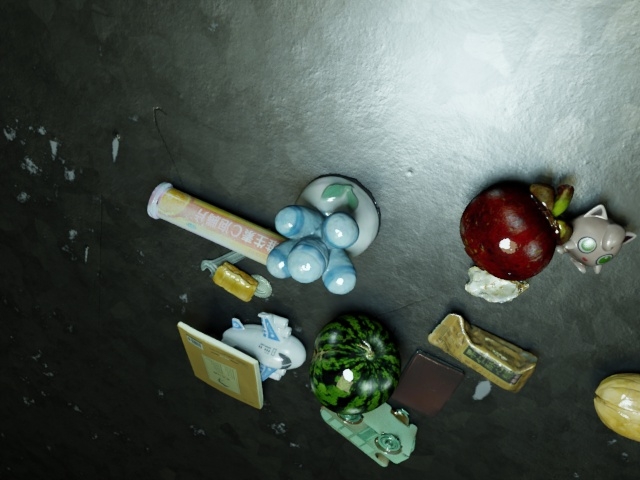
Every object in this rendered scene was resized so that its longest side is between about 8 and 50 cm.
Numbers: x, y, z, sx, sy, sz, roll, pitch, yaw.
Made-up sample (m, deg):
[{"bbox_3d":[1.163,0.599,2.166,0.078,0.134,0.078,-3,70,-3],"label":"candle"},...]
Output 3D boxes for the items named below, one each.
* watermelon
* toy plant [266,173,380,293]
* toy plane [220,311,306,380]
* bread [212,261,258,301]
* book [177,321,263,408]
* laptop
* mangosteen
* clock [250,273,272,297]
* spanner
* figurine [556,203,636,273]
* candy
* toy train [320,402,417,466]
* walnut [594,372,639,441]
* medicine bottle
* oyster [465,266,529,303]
[{"bbox_3d":[0.093,0.338,1.408,0.268,0.269,0.269,9,119,15],"label":"watermelon"},{"bbox_3d":[0.000,0.000,1.223,0.247,0.332,0.247,8,117,16],"label":"toy plant"},{"bbox_3d":[-0.173,0.323,1.582,0.266,0.123,0.267,7,120,13],"label":"toy plane"},{"bbox_3d":[-0.248,0.121,1.523,0.132,0.053,0.074,36,125,-8],"label":"bread"},{"bbox_3d":[-0.304,0.400,1.624,0.268,0.032,0.389,24,146,12],"label":"book"},{"bbox_3d":[0.309,0.419,1.516,0.153,0.026,0.207,24,123,4],"label":"laptop"},{"bbox_3d":[0.434,-0.035,1.130,0.257,0.215,0.215,-36,101,8],"label":"mangosteen"},{"bbox_3d":[-0.182,0.138,1.550,0.083,0.010,0.074,35,122,-1],"label":"clock"},{"bbox_3d":[-0.238,0.039,1.514,0.302,0.017,0.071,-27,105,30],"label":"spanner"},{"bbox_3d":[0.591,-0.001,1.130,0.125,0.125,0.138,43,121,-6],"label":"figurine"},{"bbox_3d":[0.423,0.287,1.364,0.271,0.101,0.143,29,128,11],"label":"candy"},{"bbox_3d":[0.138,0.542,1.584,0.326,0.129,0.159,38,129,-4],"label":"toy train"},{"bbox_3d":[0.780,0.407,1.264,0.206,0.159,0.159,8,119,17],"label":"walnut"},{"bbox_3d":[-0.258,-0.034,1.420,0.425,0.108,0.108,23,122,9],"label":"medicine bottle"},{"bbox_3d":[0.436,0.104,1.284,0.148,0.051,0.103,18,125,28],"label":"oyster"}]
